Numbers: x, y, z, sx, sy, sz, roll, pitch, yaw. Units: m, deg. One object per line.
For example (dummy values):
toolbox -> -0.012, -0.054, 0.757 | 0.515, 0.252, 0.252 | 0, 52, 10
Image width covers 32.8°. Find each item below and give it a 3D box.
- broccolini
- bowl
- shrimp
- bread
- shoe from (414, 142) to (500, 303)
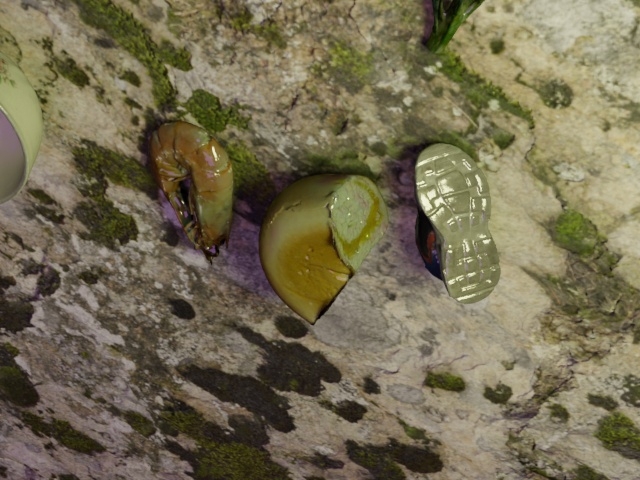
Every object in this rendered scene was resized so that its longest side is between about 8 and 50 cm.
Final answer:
broccolini -> 0.168, -0.283, 1.257 | 0.091, 0.068, 0.202 | 5, 138, -9
bowl -> -0.516, -0.192, 1.565 | 0.277, 0.145, 0.277 | 11, 134, 12
shrimp -> -0.187, -0.067, 1.619 | 0.145, 0.061, 0.267 | 14, 140, 22
bread -> -0.002, -0.011, 1.544 | 0.156, 0.158, 0.261 | 36, 137, 0
shoe -> 0.176, -0.030, 1.499 | 0.099, 0.125, 0.227 | -17, 105, -9
